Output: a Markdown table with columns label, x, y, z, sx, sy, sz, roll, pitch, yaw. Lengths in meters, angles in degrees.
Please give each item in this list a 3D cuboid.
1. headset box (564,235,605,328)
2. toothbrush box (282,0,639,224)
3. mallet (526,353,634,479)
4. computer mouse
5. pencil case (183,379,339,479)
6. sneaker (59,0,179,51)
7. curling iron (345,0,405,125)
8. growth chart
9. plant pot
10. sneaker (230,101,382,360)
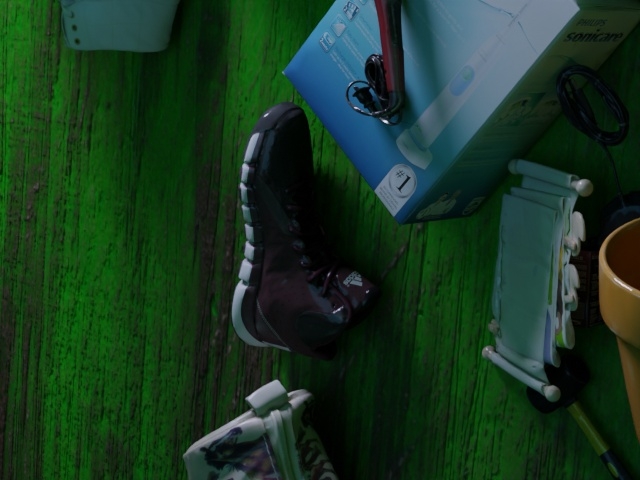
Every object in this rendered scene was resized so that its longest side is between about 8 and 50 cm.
| label | x | y | z | sx | sy | sz | roll | pitch | yaw |
| --- | --- | --- | --- | --- | --- | --- | --- | --- | --- |
| headset box | 0.261 | 0.038 | 1.797 | 0.032 | 0.062 | 0.083 | 7 | 102 | 39 |
| toothbrush box | 0.134 | -0.193 | 1.827 | 0.216 | 0.126 | 0.295 | 53 | 125 | 23 |
| mallet | 0.268 | 0.205 | 1.835 | 0.062 | 0.039 | 0.189 | -35 | 78 | 37 |
| computer mouse | 0.281 | -0.052 | 1.756 | 0.071 | 0.041 | 0.242 | -17 | 97 | 26 |
| pencil case | -0.011 | 0.361 | 1.998 | 0.183 | 0.160 | 0.410 | -37 | 72 | 54 |
| sneaker | -0.297 | -0.300 | 2.118 | 0.292 | 0.108 | 0.169 | 16 | 113 | 2 |
| curling iron | 0.050 | -0.245 | 1.788 | 0.068 | 0.035 | 0.274 | -1 | 93 | 41 |
| growth chart | 0.208 | 0.036 | 1.806 | 0.172 | 0.021 | 0.237 | -139 | 50 | -60 |
| plant pot | 0.347 | 0.098 | 1.661 | 0.205 | 0.205 | 0.188 | 19 | 122 | 36 |
| sneaker | 0.000 | 0.000 | 1.993 | 0.162 | 0.106 | 0.281 | 20 | 119 | 31 |
